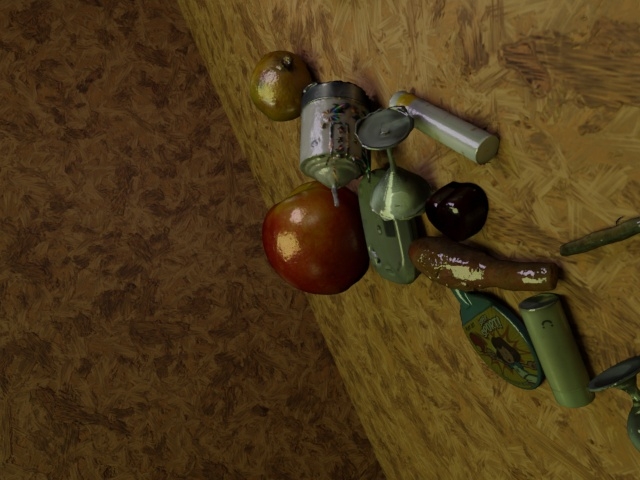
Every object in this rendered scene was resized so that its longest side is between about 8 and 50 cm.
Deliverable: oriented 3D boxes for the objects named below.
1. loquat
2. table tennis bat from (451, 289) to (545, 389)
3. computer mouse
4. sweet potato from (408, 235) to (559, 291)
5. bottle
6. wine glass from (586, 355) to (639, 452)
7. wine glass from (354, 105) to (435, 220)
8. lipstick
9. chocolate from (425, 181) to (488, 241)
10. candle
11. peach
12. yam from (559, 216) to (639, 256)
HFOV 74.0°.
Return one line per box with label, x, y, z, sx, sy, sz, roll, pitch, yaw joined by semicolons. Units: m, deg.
loquat;-0.119;-0.490;1.321;0.213;0.213;0.246;63;162;10
table tennis bat;0.390;0.197;0.994;0.329;0.044;0.215;58;162;19
computer mouse;0.196;-0.036;1.169;0.197;0.095;0.330;7;111;58
sweet potato;0.322;0.059;0.909;0.385;0.109;0.109;18;130;58
bottle;0.440;0.204;0.792;0.201;0.072;0.072;67;163;-4
wine glass;0.521;0.295;0.625;0.231;0.103;0.103;57;161;18
wine glass;0.157;-0.164;0.921;0.156;0.156;0.232;52;174;38
lipstick;0.235;-0.230;0.843;0.264;0.059;0.059;48;156;43
chocolate;0.280;-0.055;0.912;0.149;0.080;0.125;24;135;63
candle;0.036;-0.224;1.058;0.187;0.187;0.330;130;143;-71
peach;0.000;0.000;1.374;0.388;0.388;0.388;55;160;31
yam;0.433;-0.015;0.606;0.027;0.029;0.234;38;160;-1
